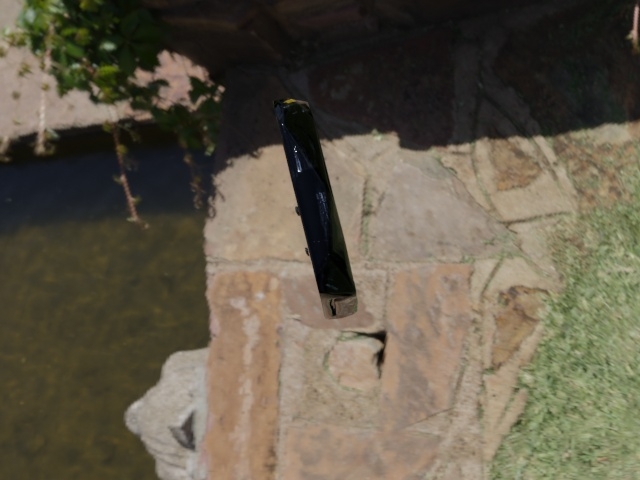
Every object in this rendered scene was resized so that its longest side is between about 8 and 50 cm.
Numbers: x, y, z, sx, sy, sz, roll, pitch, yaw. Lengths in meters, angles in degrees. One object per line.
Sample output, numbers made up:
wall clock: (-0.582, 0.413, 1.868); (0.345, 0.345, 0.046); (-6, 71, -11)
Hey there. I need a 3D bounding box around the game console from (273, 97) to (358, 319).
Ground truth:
game console: (0.000, 0.000, 0.976); (0.044, 0.361, 0.213); (-14, 72, -1)
